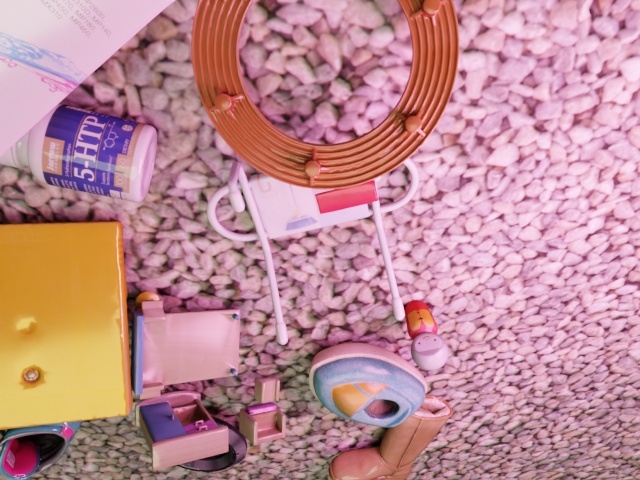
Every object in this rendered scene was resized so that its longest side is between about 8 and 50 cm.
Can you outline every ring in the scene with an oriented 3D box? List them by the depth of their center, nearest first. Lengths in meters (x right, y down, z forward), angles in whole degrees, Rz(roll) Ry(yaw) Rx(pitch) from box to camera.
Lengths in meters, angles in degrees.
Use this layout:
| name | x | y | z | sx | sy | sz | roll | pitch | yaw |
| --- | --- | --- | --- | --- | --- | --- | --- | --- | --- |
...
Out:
| name | x | y | z | sx | sy | sz | roll | pitch | yaw |
| --- | --- | --- | --- | --- | --- | --- | --- | --- | --- |
| ring | 0.006 | -0.229 | 0.584 | 0.336 | 0.032 | 0.337 | 0 | 105 | 1 |

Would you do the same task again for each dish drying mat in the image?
| name | x | y | z | sx | sy | sz | roll | pitch | yaw |
| --- | --- | --- | --- | --- | --- | --- | --- | --- | --- |
| dish drying mat | 0.036 | -0.059 | 0.649 | 0.083 | 0.008 | 0.032 | -13 | 121 | 6 |

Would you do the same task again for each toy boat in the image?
| name | x | y | z | sx | sy | sz | roll | pitch | yaw |
| --- | --- | --- | --- | --- | --- | --- | --- | --- | --- |
| toy boat | 0.128 | 0.265 | 0.942 | 0.267 | 0.148 | 0.318 | 24 | 120 | -20 |

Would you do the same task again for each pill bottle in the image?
| name | x | y | z | sx | sy | sz | roll | pitch | yaw |
| --- | --- | --- | --- | --- | --- | --- | --- | --- | --- |
| pill bottle | -0.331 | -0.124 | 0.650 | 0.186 | 0.112 | 0.112 | 11 | 123 | -13 |

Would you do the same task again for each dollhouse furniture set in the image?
| name | x | y | z | sx | sy | sz | roll | pitch | yaw |
| --- | --- | --- | --- | --- | --- | --- | --- | --- | --- |
| dollhouse furniture set | -0.234 | 0.238 | 0.945 | 0.286 | 0.198 | 0.303 | -1 | 96 | -30 |

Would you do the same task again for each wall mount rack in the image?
| name | x | y | z | sx | sy | sz | roll | pitch | yaw |
| --- | --- | --- | --- | --- | --- | --- | --- | --- | --- |
| wall mount rack | 0.000 | 0.000 | 0.755 | 0.350 | 0.130 | 0.304 | -12 | 125 | 4 |

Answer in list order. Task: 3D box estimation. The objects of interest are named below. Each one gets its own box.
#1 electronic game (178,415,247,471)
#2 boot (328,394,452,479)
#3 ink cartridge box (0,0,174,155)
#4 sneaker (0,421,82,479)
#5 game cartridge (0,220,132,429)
| name | x | y | z | sx | sy | sz | roll | pitch | yaw |
| --- | --- | --- | --- | --- | --- | --- | --- | --- | --- |
| electronic game | -0.287 | 0.477 | 1.115 | 0.229 | 0.048 | 0.229 | 2 | 127 | 3 |
| boot | 0.160 | 0.480 | 1.140 | 0.236 | 0.089 | 0.269 | 2 | 126 | -21 |
| ink cartridge box | -0.312 | -0.217 | 0.473 | 0.306 | 0.226 | 0.131 | -37 | 133 | 5 |
| sneaker | -0.604 | 0.385 | 0.942 | 0.295 | 0.178 | 0.124 | -18 | 125 | 8 |
| game cartridge | -0.458 | 0.133 | 0.753 | 0.285 | 0.052 | 0.324 | -2 | 94 | -13 |
